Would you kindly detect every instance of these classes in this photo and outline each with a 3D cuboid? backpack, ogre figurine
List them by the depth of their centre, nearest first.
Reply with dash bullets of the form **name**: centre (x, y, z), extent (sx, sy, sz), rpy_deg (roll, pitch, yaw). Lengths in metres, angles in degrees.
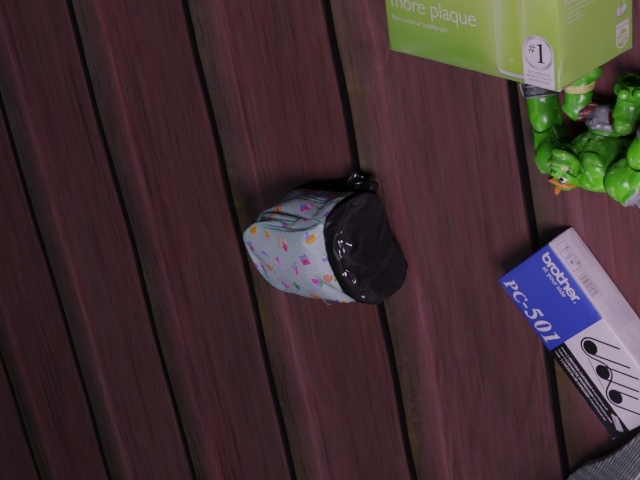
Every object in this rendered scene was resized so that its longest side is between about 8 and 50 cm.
- **ogre figurine**: centre (0.258, -0.101, 1.399), extent (0.197, 0.097, 0.118), rpy_deg (16, 116, 32)
- **backpack**: centre (0.000, 0.000, 1.754), extent (0.182, 0.115, 0.152), rpy_deg (11, 126, 48)

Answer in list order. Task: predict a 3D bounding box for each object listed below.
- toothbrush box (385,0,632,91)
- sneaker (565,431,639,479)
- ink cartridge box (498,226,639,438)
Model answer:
- **toothbrush box**: centre (0.162, -0.300, 1.346), extent (0.206, 0.122, 0.283), rpy_deg (21, 129, 39)
- **sneaker**: centre (0.337, 0.303, 1.568), extent (0.150, 0.135, 0.366), rpy_deg (35, 152, 0)
- **ink cartridge box**: centre (0.281, 0.097, 1.552), extent (0.207, 0.046, 0.097), rpy_deg (55, 143, 6)
